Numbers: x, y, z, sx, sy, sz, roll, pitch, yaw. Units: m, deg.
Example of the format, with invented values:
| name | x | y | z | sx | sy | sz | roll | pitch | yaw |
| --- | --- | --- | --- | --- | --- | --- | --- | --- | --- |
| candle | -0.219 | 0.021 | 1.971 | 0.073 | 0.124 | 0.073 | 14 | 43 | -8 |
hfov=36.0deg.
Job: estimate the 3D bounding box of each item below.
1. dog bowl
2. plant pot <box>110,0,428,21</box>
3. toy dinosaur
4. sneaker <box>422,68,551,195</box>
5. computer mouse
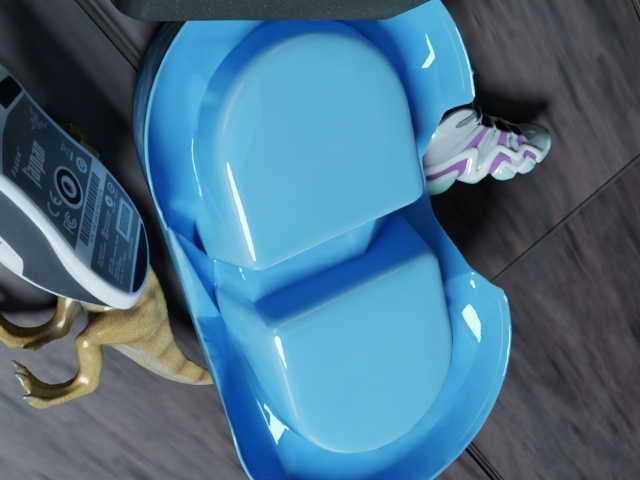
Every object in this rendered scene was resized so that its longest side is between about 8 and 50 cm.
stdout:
| name | x | y | z | sx | sy | sz | roll | pitch | yaw |
| --- | --- | --- | --- | --- | --- | --- | --- | --- | --- |
| dog bowl | 0.000 | 0.000 | 0.502 | 0.165 | 0.074 | 0.297 | -24 | 119 | -19 |
| plant pot | -0.005 | -0.173 | 0.331 | 0.188 | 0.188 | 0.167 | -8 | 159 | -32 |
| toy dinosaur | -0.102 | 0.040 | 0.505 | 0.112 | 0.064 | 0.212 | -31 | 129 | -10 |
| sneaker | 0.088 | -0.068 | 0.555 | 0.098 | 0.038 | 0.069 | -19 | 126 | -18 |
| computer mouse | -0.138 | -0.033 | 0.395 | 0.042 | 0.106 | 0.193 | -21 | 132 | 17 |
